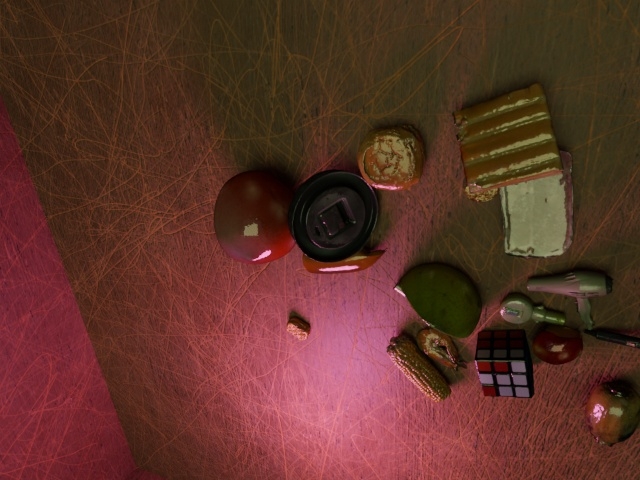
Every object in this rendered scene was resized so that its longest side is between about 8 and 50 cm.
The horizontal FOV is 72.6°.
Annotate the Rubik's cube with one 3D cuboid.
[{"bbox_3d":[0.620,0.412,1.466,0.163,0.160,0.162,-7,112,27],"label":"Rubik's cube"}]

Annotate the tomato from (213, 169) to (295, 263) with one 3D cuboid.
[{"bbox_3d":[-0.217,-0.067,1.500,0.321,0.321,0.322,11,120,19],"label":"tomato"}]

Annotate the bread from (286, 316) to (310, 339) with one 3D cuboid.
[{"bbox_3d":[-0.095,0.376,1.845,0.110,0.044,0.083,35,126,1],"label":"bread"}]

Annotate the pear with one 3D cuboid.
[{"bbox_3d":[0.401,0.191,1.402,0.287,0.239,0.139,31,125,5],"label":"pear"}]

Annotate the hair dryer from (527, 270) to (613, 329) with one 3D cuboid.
[{"bbox_3d":[0.752,0.171,1.346,0.218,0.088,0.225,15,136,25],"label":"hair dryer"}]

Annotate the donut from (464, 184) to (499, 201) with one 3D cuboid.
[{"bbox_3d":[0.484,-0.168,1.293,0.097,0.043,0.108,31,123,7],"label":"donut"}]

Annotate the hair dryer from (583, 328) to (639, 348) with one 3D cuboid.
[{"bbox_3d":[0.944,0.296,1.314,0.255,0.128,0.070,11,116,44],"label":"hair dryer"}]

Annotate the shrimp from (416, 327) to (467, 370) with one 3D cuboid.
[{"bbox_3d":[0.454,0.405,1.608,0.217,0.051,0.115,38,123,5],"label":"shrimp"}]

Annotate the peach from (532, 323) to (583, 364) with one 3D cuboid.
[{"bbox_3d":[0.765,0.340,1.401,0.118,0.151,0.152,-129,38,-50],"label":"peach"}]

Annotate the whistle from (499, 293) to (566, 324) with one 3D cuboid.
[{"bbox_3d":[0.682,0.236,1.407,0.198,0.057,0.104,14,121,19],"label":"whistle"}]

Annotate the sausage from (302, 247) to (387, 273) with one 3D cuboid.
[{"bbox_3d":[0.088,0.064,1.561,0.327,0.112,0.112,-5,114,27],"label":"sausage"}]

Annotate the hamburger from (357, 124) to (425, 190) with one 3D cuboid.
[{"bbox_3d":[0.216,-0.252,1.338,0.213,0.108,0.214,8,117,15],"label":"hamburger"}]

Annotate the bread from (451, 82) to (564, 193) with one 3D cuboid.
[{"bbox_3d":[0.486,-0.263,1.159,0.245,0.111,0.240,-14,83,33],"label":"bread"}]

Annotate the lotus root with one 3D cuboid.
[{"bbox_3d":[0.945,0.581,1.423,0.153,0.154,0.279,9,124,20],"label":"lotus root"}]

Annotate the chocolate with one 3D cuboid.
[{"bbox_3d":[0.610,-0.104,1.231,0.185,0.100,0.304,1,107,31],"label":"chocolate"}]

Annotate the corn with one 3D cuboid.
[{"bbox_3d":[0.369,0.489,1.656,0.318,0.115,0.115,48,125,-5],"label":"corn"}]

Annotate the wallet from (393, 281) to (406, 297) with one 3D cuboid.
[{"bbox_3d":[0.326,0.201,1.523,0.155,0.110,0.039,35,91,8],"label":"wallet"}]

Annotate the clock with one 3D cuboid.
[{"bbox_3d":[0.043,-0.078,1.415,0.061,0.312,0.313,-138,37,-57],"label":"clock"}]
